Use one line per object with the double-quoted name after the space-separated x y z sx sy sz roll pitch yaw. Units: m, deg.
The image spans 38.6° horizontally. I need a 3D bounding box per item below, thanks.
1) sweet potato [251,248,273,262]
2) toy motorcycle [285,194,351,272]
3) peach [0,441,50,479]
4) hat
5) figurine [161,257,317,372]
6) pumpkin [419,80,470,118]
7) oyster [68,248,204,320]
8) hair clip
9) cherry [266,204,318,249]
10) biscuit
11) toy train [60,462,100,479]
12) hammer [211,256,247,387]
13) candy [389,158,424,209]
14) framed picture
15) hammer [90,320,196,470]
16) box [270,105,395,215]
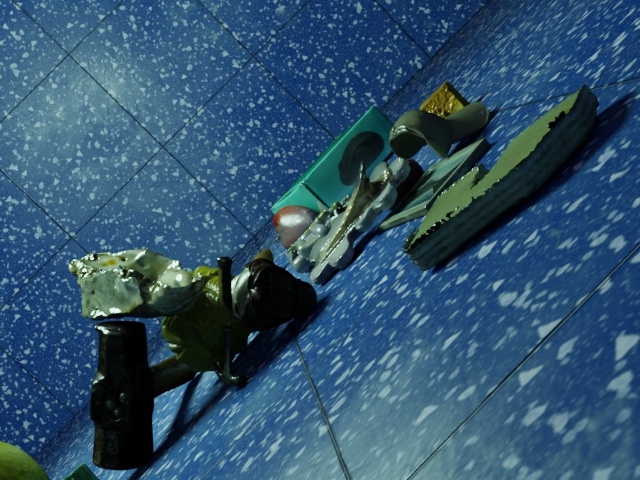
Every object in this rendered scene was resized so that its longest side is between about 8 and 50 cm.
-0.148 0.099 2.055 0.051 0.065 0.218 -15 35 30 "sweet potato"
0.000 0.000 1.713 0.225 0.073 0.152 -41 10 41 "toy motorcycle"
-0.503 0.421 1.278 0.282 0.314 0.315 -33 -41 -32 "peach"
0.193 -0.199 1.535 0.175 0.085 0.147 -36 15 -23 "hat"
-0.141 0.106 1.523 0.315 0.168 0.187 -28 30 60 "figurine"
0.246 -0.263 1.796 0.083 0.074 0.054 -41 6 32 "pumpkin"
-0.315 0.081 1.539 0.342 0.110 0.166 -1 10 32 "oyster"
0.057 -0.039 1.538 0.257 0.075 0.146 -59 22 21 "hair clip"
-0.053 -0.028 2.109 0.126 0.106 0.087 2 11 32 "cherry"
0.204 -0.069 1.033 0.250 0.046 0.147 -41 7 37 "biscuit"
-0.488 0.488 1.751 0.172 0.070 0.099 -40 1 43 "toy train"
-0.147 0.125 1.417 0.021 0.200 0.078 -5 3 -37 "hammer"
0.137 -0.099 1.609 0.103 0.043 0.103 -46 7 7 "candy"
0.172 -0.083 1.424 0.150 0.015 0.203 -48 7 -16 "framed picture"
-0.300 0.255 1.677 0.096 0.242 0.409 0 1 11 "hammer"
0.043 -0.165 2.228 0.311 0.118 0.205 -48 5 -30 "box"
